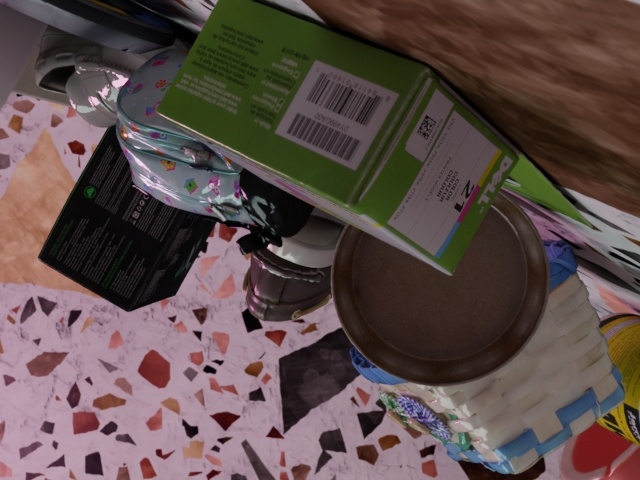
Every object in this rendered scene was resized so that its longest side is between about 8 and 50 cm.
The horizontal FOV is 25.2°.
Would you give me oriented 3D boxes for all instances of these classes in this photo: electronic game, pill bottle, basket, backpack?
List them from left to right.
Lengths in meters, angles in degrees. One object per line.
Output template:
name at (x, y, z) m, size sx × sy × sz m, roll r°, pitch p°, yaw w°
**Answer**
electronic game at (-0.225, -0.213, 1.180) m, size 0.229 × 0.048 × 0.229 m, roll 23°, pitch -170°, yaw -4°
backpack at (-0.077, -0.083, 1.163) m, size 0.182 × 0.152 × 0.115 m, roll 16°, pitch 133°, yaw 29°
basket at (0.117, 0.054, 1.248) m, size 0.289 × 0.201 × 0.255 m, roll 61°, pitch 169°, yaw -1°
pill bottle at (0.329, 0.143, 1.343) m, size 0.119 × 0.119 × 0.208 m, roll 31°, pitch 178°, yaw -19°

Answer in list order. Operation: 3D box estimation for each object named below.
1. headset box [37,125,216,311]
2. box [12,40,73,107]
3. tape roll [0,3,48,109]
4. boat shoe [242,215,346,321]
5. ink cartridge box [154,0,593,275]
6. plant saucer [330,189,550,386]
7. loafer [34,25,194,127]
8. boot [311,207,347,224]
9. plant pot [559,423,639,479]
headset box at (-0.199, -0.056, 1.777) m, size 0.131 × 0.246 × 0.283 m, roll 31°, pitch -174°, yaw 5°
box at (-0.401, -0.243, 1.798) m, size 0.113 × 0.094 × 0.275 m, roll 26°, pitch -172°, yaw 26°
tape roll at (-0.374, -0.191, 1.336) m, size 0.169 × 0.246 × 0.246 m, roll 30°, pitch 178°, yaw -21°
boat shoe at (0.000, 0.000, 1.517) m, size 0.117 × 0.096 × 0.324 m, roll 25°, pitch -161°, yaw 8°
ink cartridge box at (0.045, -0.048, 0.965) m, size 0.189 × 0.097 × 0.255 m, roll 28°, pitch 177°, yaw 40°
plant saucer at (0.092, 0.029, 1.112) m, size 0.168 × 0.168 × 0.029 m, roll 30°, pitch -170°, yaw -3°
loafer at (-0.183, -0.154, 1.361) m, size 0.112 × 0.111 × 0.319 m, roll 31°, pitch 178°, yaw -34°
boot at (-0.046, -0.081, 1.383) m, size 0.123 × 0.095 × 0.258 m, roll 28°, pitch -178°, yaw 36°
plant pot at (0.427, 0.275, 1.631) m, size 0.243 × 0.275 × 0.275 m, roll 41°, pitch 177°, yaw -8°
